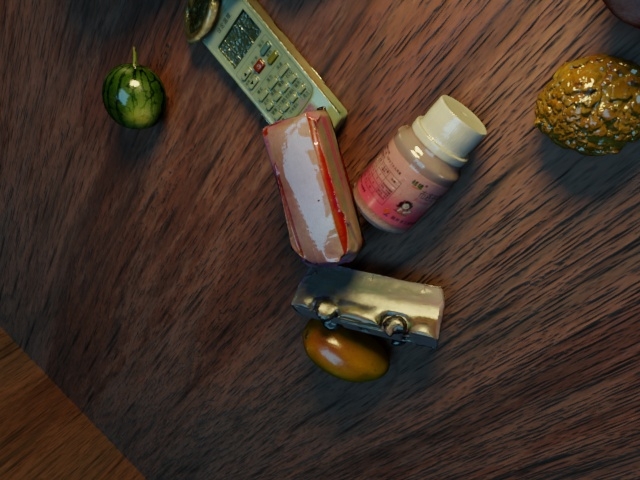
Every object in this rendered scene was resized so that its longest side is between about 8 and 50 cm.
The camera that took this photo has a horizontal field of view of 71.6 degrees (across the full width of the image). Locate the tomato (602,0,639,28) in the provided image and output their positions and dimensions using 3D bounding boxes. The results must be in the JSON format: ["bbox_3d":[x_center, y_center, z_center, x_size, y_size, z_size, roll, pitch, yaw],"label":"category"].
[{"bbox_3d":[0.457,-0.359,0.486,0.270,0.270,0.227,25,86,16],"label":"tomato"}]

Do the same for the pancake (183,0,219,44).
[{"bbox_3d":[-0.249,-0.474,0.911,0.139,0.022,0.140,1,91,48],"label":"pancake"}]

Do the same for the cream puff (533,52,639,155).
[{"bbox_3d":[0.411,-0.199,0.667,0.165,0.115,0.150,-5,106,31],"label":"cream puff"}]

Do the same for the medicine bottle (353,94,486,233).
[{"bbox_3d":[0.176,-0.133,0.808,0.147,0.147,0.247,43,126,4],"label":"medicine bottle"}]

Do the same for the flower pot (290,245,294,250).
[{"bbox_3d":[0.000,0.000,0.999,0.089,0.111,0.111,36,126,-10],"label":"flower pot"}]

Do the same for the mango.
[{"bbox_3d":[0.059,0.258,1.050,0.221,0.151,0.120,33,119,10],"label":"mango"}]

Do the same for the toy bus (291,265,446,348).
[{"bbox_3d":[0.103,0.137,0.955,0.316,0.138,0.112,12,158,16],"label":"toy bus"}]

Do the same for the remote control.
[{"bbox_3d":[-0.096,-0.337,0.912,0.344,0.050,0.145,50,125,-1],"label":"remote control"}]

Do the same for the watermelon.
[{"bbox_3d":[-0.427,-0.352,1.028,0.140,0.140,0.187,27,120,14],"label":"watermelon"}]

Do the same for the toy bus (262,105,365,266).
[{"bbox_3d":[-0.010,-0.092,0.847,0.127,0.147,0.303,-13,101,16],"label":"toy bus"}]
